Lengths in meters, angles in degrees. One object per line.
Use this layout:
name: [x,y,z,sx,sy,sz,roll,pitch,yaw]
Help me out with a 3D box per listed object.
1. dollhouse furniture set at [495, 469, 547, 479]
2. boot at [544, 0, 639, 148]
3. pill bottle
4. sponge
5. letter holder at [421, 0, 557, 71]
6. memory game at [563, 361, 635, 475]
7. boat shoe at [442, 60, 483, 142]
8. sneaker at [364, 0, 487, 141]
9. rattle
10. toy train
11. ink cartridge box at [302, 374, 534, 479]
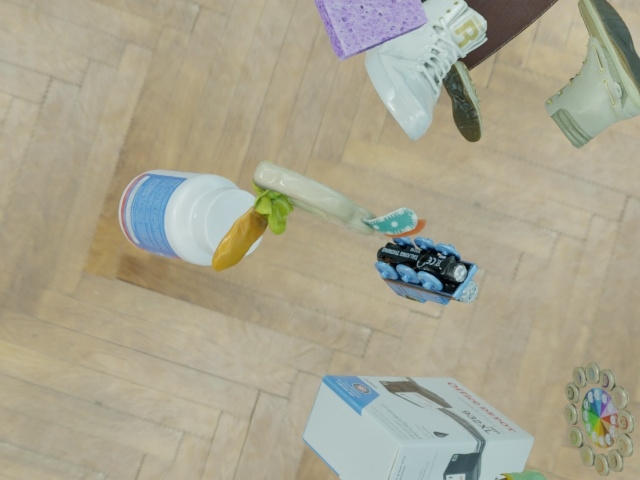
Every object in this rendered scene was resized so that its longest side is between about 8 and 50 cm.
dollhouse furniture set: [0.314,0.357,1.425,0.076,0.152,0.059,-6,120,-22]
boot: [0.425,-0.272,1.622,0.077,0.165,0.213,-13,76,-43]
pill bottle: [-0.174,-0.031,1.376,0.124,0.221,0.124,-5,99,-35]
sponge: [0.035,-0.325,1.163,0.117,0.031,0.210,-24,95,-18]
letter holder: [0.242,-0.427,1.618,0.214,0.302,0.152,28,37,-35]
memory game: [0.451,0.291,1.651,0.012,0.186,0.186,-3,82,-21]
boat shoe: [0.236,-0.226,1.630,0.045,0.050,0.135,-34,111,-44]
sneaker: [0.155,-0.262,1.413,0.169,0.293,0.108,-29,122,16]
rattle: [0.000,0.000,1.127,0.199,0.130,0.143,26,70,-4]
toy train: [0.163,0.049,1.538,0.105,0.184,0.080,45,70,-34]
ink cartridge box: [0.163,0.329,1.681,0.307,0.223,0.129,7,107,-37]
